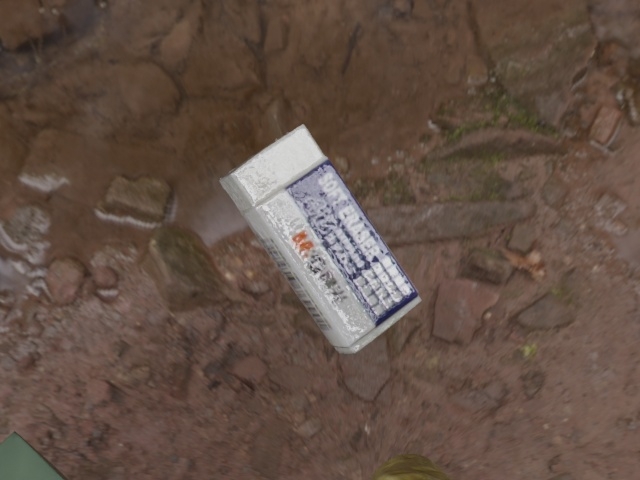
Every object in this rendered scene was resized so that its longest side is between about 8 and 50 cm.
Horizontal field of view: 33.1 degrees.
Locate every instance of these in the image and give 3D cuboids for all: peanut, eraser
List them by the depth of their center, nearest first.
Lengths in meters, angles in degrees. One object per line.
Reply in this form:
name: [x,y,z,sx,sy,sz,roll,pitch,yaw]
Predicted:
peanut: [0.122,0.351,1.376,0.147,0.319,0.148,0,82,3]
eraser: [0.000,0.000,1.389,0.124,0.081,0.279,-36,96,-16]

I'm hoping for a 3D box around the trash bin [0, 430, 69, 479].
trash bin: [-0.428,0.434,1.337,0.223,0.158,0.343,34,72,32]
